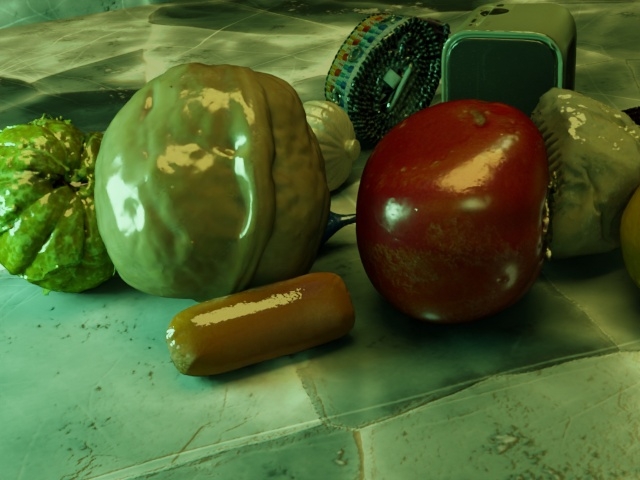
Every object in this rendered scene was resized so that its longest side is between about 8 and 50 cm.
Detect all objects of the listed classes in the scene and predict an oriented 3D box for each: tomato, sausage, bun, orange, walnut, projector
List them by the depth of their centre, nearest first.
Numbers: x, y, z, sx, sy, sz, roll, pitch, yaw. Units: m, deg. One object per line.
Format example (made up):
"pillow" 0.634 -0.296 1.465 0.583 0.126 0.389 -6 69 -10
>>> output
"sausage" -0.083 0.119 1.450 0.274 0.105 0.105 -15 28 -18
"tomato" 0.200 -0.041 1.510 0.289 0.293 0.325 -1 44 16
"walnut" -0.160 -0.082 1.545 0.381 0.381 0.381 -3 26 2
"bun" 0.418 -0.095 1.656 0.204 0.282 0.281 0 23 -20
"orange" -0.433 -0.050 1.669 0.301 0.223 0.300 23 47 -24
"projector" 0.405 -0.355 2.188 0.248 0.248 0.249 6 28 19

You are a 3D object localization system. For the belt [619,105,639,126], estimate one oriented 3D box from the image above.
"belt" 0.596 -0.133 1.819 0.289 0.164 0.184 -5 51 -6

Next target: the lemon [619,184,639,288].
"lemon" 0.547 -0.006 1.474 0.236 0.236 0.263 15 12 34

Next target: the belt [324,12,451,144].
"belt" 0.135 -0.362 2.210 0.206 0.295 0.160 18 12 -29

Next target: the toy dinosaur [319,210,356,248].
"toy dinosaur" 0.000 0.000 1.721 0.188 0.075 0.248 11 42 19

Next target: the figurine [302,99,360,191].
"figurine" -0.092 -0.172 1.979 0.332 0.185 0.204 -8 33 0
